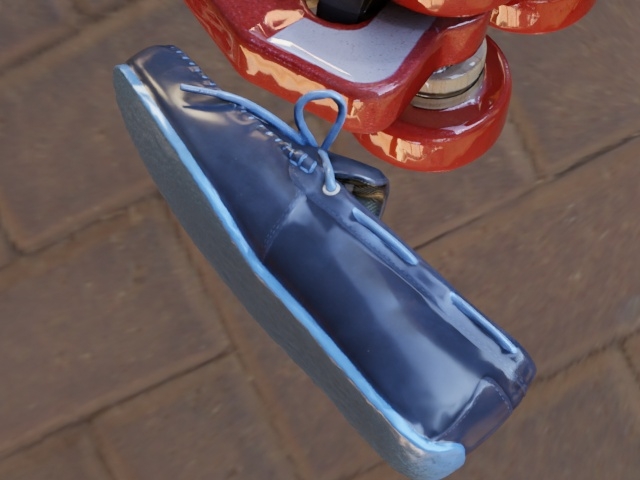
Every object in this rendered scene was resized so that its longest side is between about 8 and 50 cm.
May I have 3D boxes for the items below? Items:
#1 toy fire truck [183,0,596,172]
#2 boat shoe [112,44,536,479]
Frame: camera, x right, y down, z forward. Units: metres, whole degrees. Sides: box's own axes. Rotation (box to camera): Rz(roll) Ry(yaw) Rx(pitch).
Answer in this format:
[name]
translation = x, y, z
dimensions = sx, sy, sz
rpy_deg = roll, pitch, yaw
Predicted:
[toy fire truck]
translation = 0.029, -0.199, 1.087
dimensions = 0.254, 0.169, 0.302
rpy_deg = 28, 58, 16
[boat shoe]
translation = 0.000, 0.000, 0.905
dimensions = 0.089, 0.109, 0.258
rpy_deg = -36, 76, -14
